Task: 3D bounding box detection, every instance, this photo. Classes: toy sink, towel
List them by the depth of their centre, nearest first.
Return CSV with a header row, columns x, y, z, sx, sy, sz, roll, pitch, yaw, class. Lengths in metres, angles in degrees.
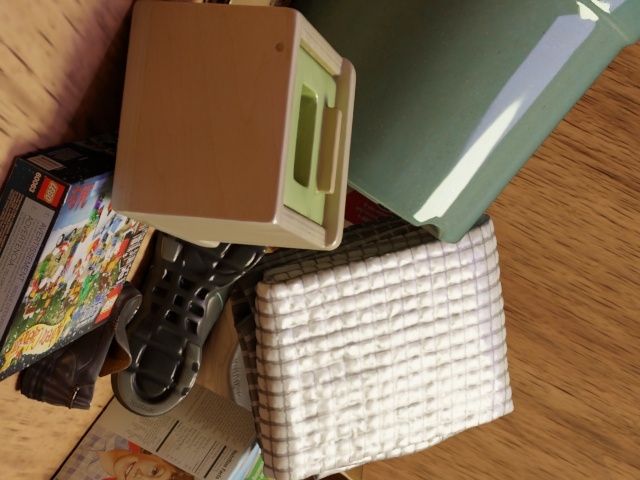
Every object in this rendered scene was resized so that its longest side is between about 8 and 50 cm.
x,y,z,sx,sy,sz,roll,pitch,yaw,class
-0.051,-0.075,1.240,0.234,0.131,0.152,33,63,-76,toy sink
0.048,0.102,1.677,0.284,0.121,0.235,-16,114,-22,towel

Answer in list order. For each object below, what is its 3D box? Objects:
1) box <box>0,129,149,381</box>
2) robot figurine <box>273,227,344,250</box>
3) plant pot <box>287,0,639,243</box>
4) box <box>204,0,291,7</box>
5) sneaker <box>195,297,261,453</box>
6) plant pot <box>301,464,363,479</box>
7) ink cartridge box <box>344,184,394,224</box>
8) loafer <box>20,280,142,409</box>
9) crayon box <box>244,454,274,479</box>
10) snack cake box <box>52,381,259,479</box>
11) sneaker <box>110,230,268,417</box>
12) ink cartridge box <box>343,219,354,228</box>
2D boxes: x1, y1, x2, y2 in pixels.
x,y,z,sx,sy,sz,roll,pitch,yaw,class
-0.185,0.005,1.206,0.159,0.044,0.233,-66,171,15,box
0.000,0.000,1.969,0.291,0.085,0.211,-53,134,-80,robot figurine
0.117,-0.201,1.549,0.334,0.341,0.341,-55,173,7,plant pot
-0.032,-0.260,1.381,0.164,0.021,0.201,-66,171,20,box
-0.089,0.184,1.906,0.292,0.108,0.169,-97,-152,-57,sneaker
-0.029,0.210,2.304,0.237,0.237,0.254,100,6,-64,plant pot
0.077,-0.155,1.778,0.273,0.197,0.114,-63,173,9,ink cartridge box
-0.188,0.093,1.405,0.170,0.061,0.062,-53,166,-53,loafer
-0.107,0.259,2.080,0.278,0.165,0.081,-63,172,1,crayon box
-0.181,0.259,1.667,0.264,0.152,0.089,-55,169,-42,snack cake box
-0.129,0.035,1.572,0.267,0.101,0.106,-62,-168,-2,sneaker
0.021,0.051,2.159,0.223,0.224,0.045,-59,143,-31,ink cartridge box
